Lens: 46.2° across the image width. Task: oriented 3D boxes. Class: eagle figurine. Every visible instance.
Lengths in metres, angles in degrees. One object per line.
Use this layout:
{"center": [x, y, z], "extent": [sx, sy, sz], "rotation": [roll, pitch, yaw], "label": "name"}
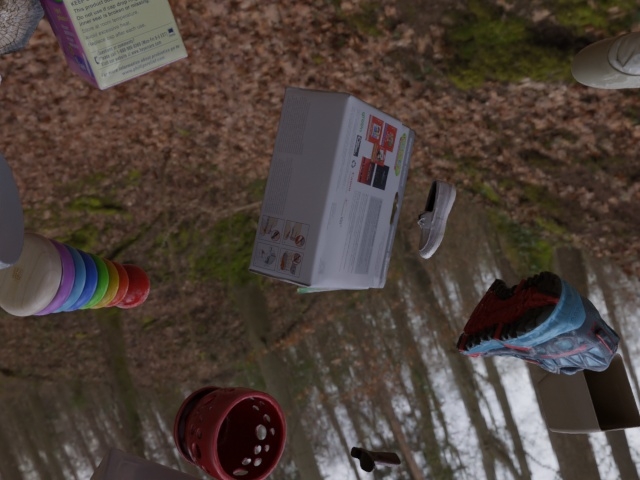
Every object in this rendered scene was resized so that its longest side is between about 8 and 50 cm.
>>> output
{"center": [-0.702, -0.420, 1.520], "extent": [0.298, 0.226, 0.225], "rotation": [-7, 169, 39], "label": "eagle figurine"}

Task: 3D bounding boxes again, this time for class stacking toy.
{"center": [-0.433, 0.079, 1.382], "extent": [0.141, 0.141, 0.330], "rotation": [-13, 166, 21], "label": "stacking toy"}

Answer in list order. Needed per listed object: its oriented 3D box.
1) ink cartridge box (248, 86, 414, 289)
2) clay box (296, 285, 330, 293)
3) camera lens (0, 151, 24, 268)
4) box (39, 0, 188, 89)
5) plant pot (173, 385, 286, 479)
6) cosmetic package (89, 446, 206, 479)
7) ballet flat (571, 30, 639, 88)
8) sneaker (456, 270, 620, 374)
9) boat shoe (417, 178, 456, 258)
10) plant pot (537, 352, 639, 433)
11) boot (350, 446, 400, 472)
{"center": [0.031, -0.077, 1.298], "extent": [0.130, 0.309, 0.272], "rotation": [13, -179, 31], "label": "ink cartridge box"}
{"center": [0.000, 0.000, 1.664], "extent": [0.128, 0.221, 0.053], "rotation": [-5, 163, -3], "label": "clay box"}
{"center": [-0.613, -0.032, 1.112], "extent": [0.274, 0.219, 0.219], "rotation": [-10, -171, -2], "label": "camera lens"}
{"center": [-0.287, -0.330, 0.925], "extent": [0.117, 0.242, 0.213], "rotation": [-26, -152, -18], "label": "box"}
{"center": [-0.193, 0.396, 1.552], "extent": [0.191, 0.191, 0.174], "rotation": [-25, -166, -39], "label": "plant pot"}
{"center": [-0.296, 0.639, 1.613], "extent": [0.230, 0.453, 0.161], "rotation": [-55, -162, 31], "label": "cosmetic package"}
{"center": [0.472, -0.256, 1.019], "extent": [0.249, 0.086, 0.086], "rotation": [0, -166, 16], "label": "ballet flat"}
{"center": [0.246, 0.115, 0.865], "extent": [0.104, 0.125, 0.262], "rotation": [-56, -178, -9], "label": "sneaker"}
{"center": [0.254, -0.052, 1.717], "extent": [0.063, 0.184, 0.066], "rotation": [24, 176, -20], "label": "boat shoe"}
{"center": [0.384, 0.230, 1.098], "extent": [0.109, 0.109, 0.096], "rotation": [6, 155, -36], "label": "plant pot"}
{"center": [0.135, 0.482, 1.636], "extent": [0.114, 0.037, 0.106], "rotation": [19, -176, -22], "label": "boot"}
